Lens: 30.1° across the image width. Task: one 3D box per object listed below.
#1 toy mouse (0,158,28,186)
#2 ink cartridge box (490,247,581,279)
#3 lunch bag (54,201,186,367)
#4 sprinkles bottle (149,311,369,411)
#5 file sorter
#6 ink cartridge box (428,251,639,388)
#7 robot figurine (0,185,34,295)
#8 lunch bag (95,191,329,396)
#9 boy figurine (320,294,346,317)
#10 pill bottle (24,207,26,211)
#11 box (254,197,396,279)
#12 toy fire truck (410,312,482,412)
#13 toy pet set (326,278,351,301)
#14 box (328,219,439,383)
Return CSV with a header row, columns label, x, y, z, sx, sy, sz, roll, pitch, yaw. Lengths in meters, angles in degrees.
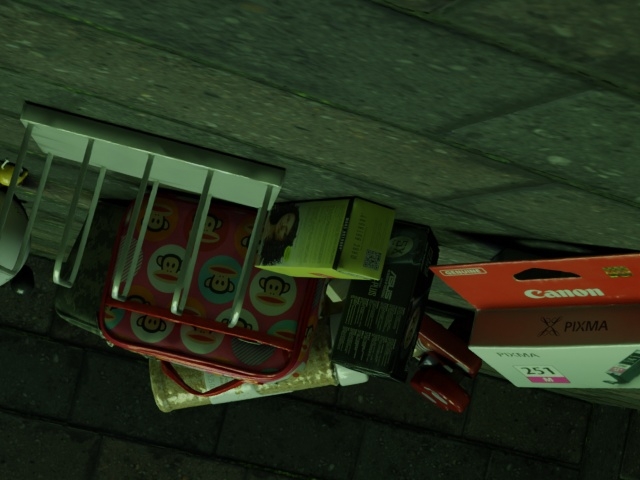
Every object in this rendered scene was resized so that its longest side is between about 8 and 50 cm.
label,x,y,z,sx,sy,sz,roll,pitch,yaw
toy mouse,-0.504,-0.104,1.764,0.143,0.031,0.161,13,173,9
ink cartridge box,0.296,0.066,1.484,0.181,0.056,0.224,14,171,2
lunch bag,-0.229,0.085,1.862,0.256,0.212,0.305,25,172,-38
sprinkles bottle,-0.101,0.203,1.983,0.356,0.121,0.121,-10,171,4
file sorter,-0.199,-0.016,1.310,0.278,0.173,0.193,14,173,-4
ink cartridge box,0.290,0.098,1.352,0.275,0.060,0.239,-5,150,39
robot figurine,-0.550,-0.014,1.880,0.209,0.173,0.278,6,-172,-19
lunch bag,-0.146,0.082,1.612,0.293,0.258,0.120,12,173,12
boy figurine,-0.017,0.079,2.016,0.177,0.092,0.285,8,172,36
pill bottle,-0.633,-0.049,2.205,0.160,0.087,0.087,15,173,-17
box,0.000,0.000,1.402,0.058,0.087,0.232,17,171,-26
toy fire truck,0.207,0.193,2.317,0.254,0.169,0.302,38,171,0
toy pet set,0.020,0.033,1.809,0.114,0.065,0.122,51,162,-8
box,0.081,0.075,1.440,0.078,0.180,0.147,14,172,13
